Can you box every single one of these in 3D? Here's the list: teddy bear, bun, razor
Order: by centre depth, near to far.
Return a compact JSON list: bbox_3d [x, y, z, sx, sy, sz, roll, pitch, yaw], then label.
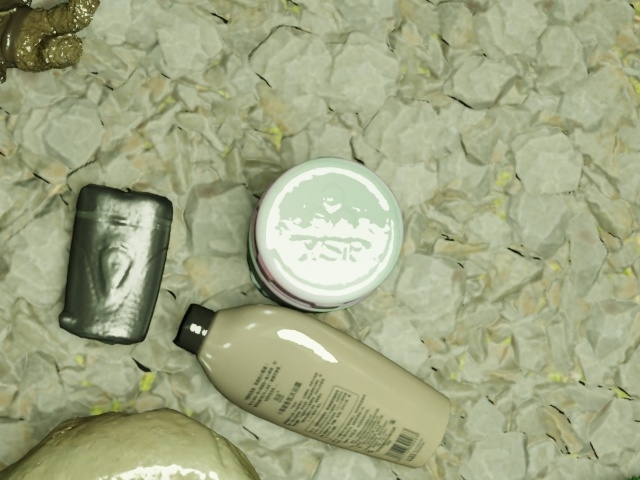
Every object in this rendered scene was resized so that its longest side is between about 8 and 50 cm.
[{"bbox_3d":[-0.167,0.264,0.800,0.282,0.205,0.281,-1,95,-15],"label":"bun"},{"bbox_3d":[-0.191,0.024,0.891,0.090,0.054,0.148,9,84,-4],"label":"razor"},{"bbox_3d":[-0.280,-0.192,0.899,0.160,0.078,0.119,7,65,17],"label":"teddy bear"}]

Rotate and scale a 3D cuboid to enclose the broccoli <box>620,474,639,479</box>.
[{"bbox_3d":[0.360,0.308,0.818,0.308,0.275,0.307,-4,60,7],"label":"broccoli"}]

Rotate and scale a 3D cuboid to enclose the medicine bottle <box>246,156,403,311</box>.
[{"bbox_3d":[0.000,0.000,0.854,0.135,0.168,0.135,0,85,-5],"label":"medicine bottle"}]

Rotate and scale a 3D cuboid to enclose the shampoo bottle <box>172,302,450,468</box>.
[{"bbox_3d":[-0.012,0.127,0.874,0.257,0.127,0.078,25,39,-9],"label":"shampoo bottle"}]
